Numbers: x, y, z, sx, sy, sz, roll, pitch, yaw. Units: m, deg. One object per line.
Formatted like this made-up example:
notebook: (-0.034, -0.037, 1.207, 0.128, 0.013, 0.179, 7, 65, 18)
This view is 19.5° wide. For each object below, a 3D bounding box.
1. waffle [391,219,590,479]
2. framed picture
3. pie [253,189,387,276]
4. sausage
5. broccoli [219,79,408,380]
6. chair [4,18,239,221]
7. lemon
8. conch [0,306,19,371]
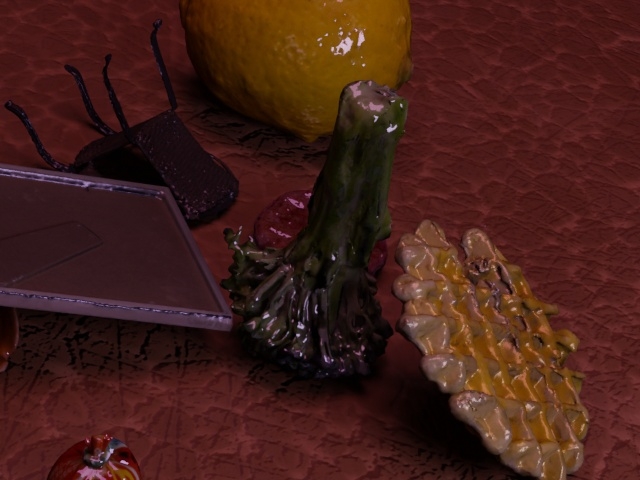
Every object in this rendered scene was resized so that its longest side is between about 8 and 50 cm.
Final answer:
waffle: (0.155, 0.100, 1.708, 0.261, 0.056, 0.250, 49, 31, -18)
framed picture: (-0.238, -0.002, 1.717, 0.289, 0.020, 0.211, 8, 32, -32)
pie: (0.000, 0.000, 1.919, 0.153, 0.038, 0.153, 10, 31, -6)
sausage: (-0.171, 0.230, 1.323, 0.083, 0.264, 0.083, 8, 38, -6)
broccoli: (0.016, -0.012, 1.698, 0.164, 0.304, 0.145, -4, 39, -27)
chair: (-0.194, -0.105, 1.965, 0.213, 0.149, 0.174, 58, 34, -9)
lemon: (-0.027, -0.234, 2.081, 0.288, 0.234, 0.233, 17, 33, 20)
conch: (-0.321, 0.046, 1.694, 0.094, 0.104, 0.176, -43, 60, -11)
